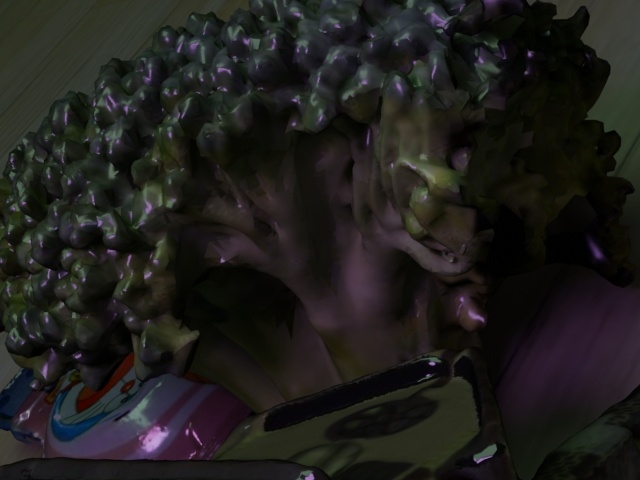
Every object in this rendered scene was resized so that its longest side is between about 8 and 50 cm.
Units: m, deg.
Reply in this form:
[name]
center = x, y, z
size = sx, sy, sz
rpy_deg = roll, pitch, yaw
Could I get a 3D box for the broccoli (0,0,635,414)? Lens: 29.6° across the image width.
[broccoli]
center = -0.010, -0.023, 0.628
size = 0.334, 0.272, 0.324
rpy_deg = -19, 35, 16

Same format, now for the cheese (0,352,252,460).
[cheese]
center = -0.135, 0.104, 0.801
size = 0.286, 0.074, 0.189
rpy_deg = 4, 49, 51

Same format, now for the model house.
[model house]
center = 0.037, 0.135, 0.515
size = 0.218, 0.205, 0.278
rpy_deg = -8, 12, 40
